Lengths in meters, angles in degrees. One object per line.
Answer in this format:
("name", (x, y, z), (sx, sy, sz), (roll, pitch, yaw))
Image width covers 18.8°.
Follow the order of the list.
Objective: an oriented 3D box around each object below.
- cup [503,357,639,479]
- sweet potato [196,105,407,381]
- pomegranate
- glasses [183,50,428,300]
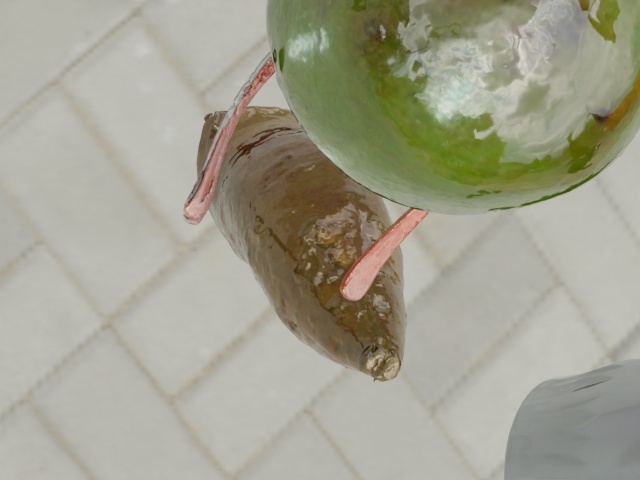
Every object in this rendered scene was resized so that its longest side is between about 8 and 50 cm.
("cup", (0.380, 0.223, 1.844), (0.253, 0.371, 0.253), (6, 83, -51))
("sweet potato", (0.002, 0.001, 1.470), (0.131, 0.337, 0.131), (-9, 118, -18))
("pomegranate", (0.061, -0.116, 0.845), (0.190, 0.159, 0.241), (-22, 121, 5))
("glasses", (0.046, -0.104, 1.203), (0.268, 0.234, 0.118), (-42, 131, -20))
